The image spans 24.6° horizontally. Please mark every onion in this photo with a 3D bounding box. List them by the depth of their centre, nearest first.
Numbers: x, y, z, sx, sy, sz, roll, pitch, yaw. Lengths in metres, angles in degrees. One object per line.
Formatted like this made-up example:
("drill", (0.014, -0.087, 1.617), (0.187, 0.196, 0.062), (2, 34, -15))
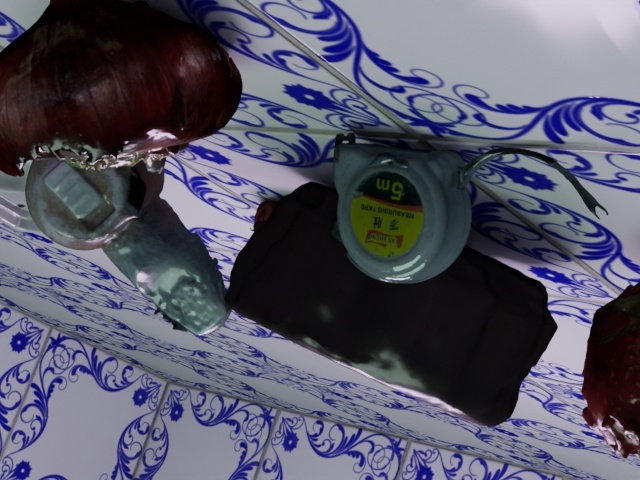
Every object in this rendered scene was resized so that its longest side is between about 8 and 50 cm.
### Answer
("onion", (-0.209, -0.167, 1.414), (0.272, 0.195, 0.272), (-7, -168, 1))

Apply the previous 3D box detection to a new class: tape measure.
("tape measure", (0.155, -0.022, 1.495), (0.330, 0.164, 0.084), (12, -163, 34))

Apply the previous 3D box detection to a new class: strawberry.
("strawberry", (0.414, 0.163, 1.575), (0.274, 0.274, 0.220), (5, 127, 48))

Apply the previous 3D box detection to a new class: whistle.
("whistle", (-0.238, -0.026, 1.852), (0.348, 0.189, 0.189), (48, 163, -5))

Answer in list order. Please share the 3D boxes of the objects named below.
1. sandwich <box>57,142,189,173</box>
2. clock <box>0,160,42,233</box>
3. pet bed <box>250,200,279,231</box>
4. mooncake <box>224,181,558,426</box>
("sandwich", (-0.226, -0.133, 1.663), (0.159, 0.109, 0.185), (22, 167, -1))
("clock", (-0.411, -0.083, 2.057), (0.231, 0.116, 0.262), (0, 158, 28))
("pet bed", (0.000, 0.000, 2.000), (0.201, 0.054, 0.201), (18, 167, 4))
("mooncake", (0.101, 0.078, 1.761), (0.381, 0.212, 0.350), (24, -175, -34))
